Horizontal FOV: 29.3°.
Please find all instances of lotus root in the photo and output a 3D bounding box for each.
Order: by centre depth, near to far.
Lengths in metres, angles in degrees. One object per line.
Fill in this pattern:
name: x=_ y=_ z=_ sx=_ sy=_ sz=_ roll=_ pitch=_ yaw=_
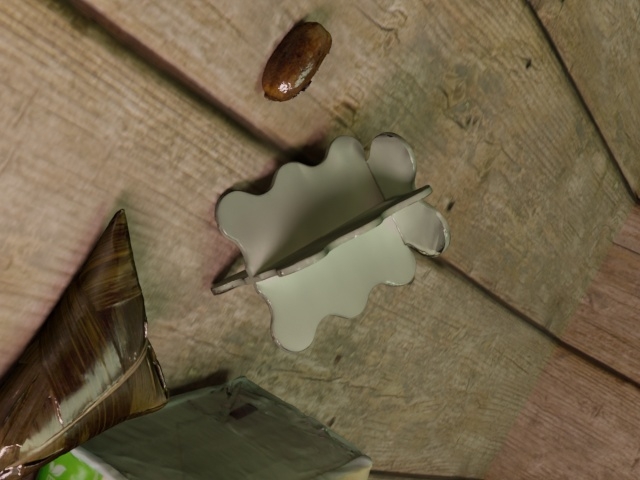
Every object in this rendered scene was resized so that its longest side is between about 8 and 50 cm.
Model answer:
lotus root: x=-0.022 y=-0.161 z=1.100 sx=0.083 sy=0.037 sz=0.030 roll=-57 pitch=151 yaw=-9

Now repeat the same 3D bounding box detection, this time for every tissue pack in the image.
tissue pack: x=-0.158 y=0.368 z=1.196 sx=0.331 sy=0.205 sz=0.405 roll=-7 pitch=123 yaw=-61

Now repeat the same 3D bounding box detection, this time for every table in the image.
table: x=0.000 y=0.000 z=1.187 sx=0.198 sy=0.166 sz=0.167 roll=-30 pitch=142 yaw=-37

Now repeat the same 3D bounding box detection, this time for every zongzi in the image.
zongzi: x=-0.212 y=0.087 z=0.962 sx=0.187 sy=0.084 sz=0.184 roll=-29 pitch=127 yaw=-43
